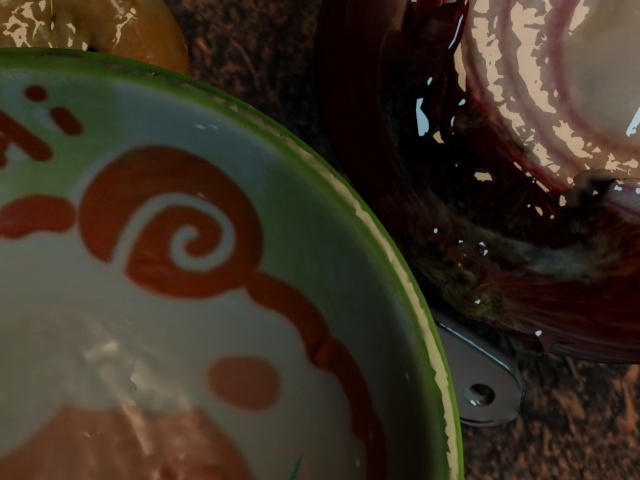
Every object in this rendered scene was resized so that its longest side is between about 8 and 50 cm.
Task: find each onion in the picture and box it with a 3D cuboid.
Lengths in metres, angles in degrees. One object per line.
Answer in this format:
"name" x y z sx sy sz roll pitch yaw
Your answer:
"onion" 0.159 -0.081 0.797 0.341 0.341 0.341 16 57 -27

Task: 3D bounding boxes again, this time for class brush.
"brush" 0.001 -0.002 0.806 0.313 0.072 0.067 38 36 -13

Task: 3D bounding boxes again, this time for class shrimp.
"shrimp" -0.132 -0.040 0.697 0.152 0.063 0.287 -10 64 -6

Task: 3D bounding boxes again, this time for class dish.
"dish" -0.112 0.097 0.555 0.324 0.124 0.324 1 75 -4

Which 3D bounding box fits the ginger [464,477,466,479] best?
"ginger" -0.003 0.094 0.739 0.193 0.115 0.122 58 27 16
